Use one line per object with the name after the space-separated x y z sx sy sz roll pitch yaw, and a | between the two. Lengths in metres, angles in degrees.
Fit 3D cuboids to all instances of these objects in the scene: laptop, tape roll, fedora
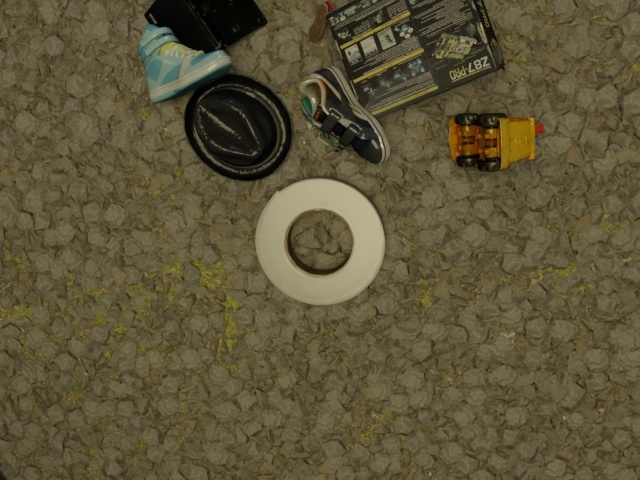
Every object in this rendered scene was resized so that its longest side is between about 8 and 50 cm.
-0.333 -0.642 1.823 0.264 0.136 0.234 -36 96 -13 | laptop
0.000 0.000 1.884 0.393 0.072 0.391 2 103 7 | tape roll
-0.250 -0.318 1.807 0.335 0.152 0.333 2 102 7 | fedora

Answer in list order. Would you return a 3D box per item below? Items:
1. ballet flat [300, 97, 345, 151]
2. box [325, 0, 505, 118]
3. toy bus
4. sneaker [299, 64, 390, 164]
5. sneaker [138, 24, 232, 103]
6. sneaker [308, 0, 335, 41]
-0.001 -0.327 1.823 0.188 0.070 0.070 46 103 1 | ballet flat
0.241 -0.527 1.657 0.395 0.097 0.318 -17 98 35 | box
0.489 -0.283 1.722 0.212 0.220 0.149 -15 108 -23 | toy bus
0.058 -0.329 1.741 0.128 0.126 0.321 -29 77 -28 | sneaker
-0.394 -0.518 1.747 0.319 0.127 0.208 -11 102 37 | sneaker
0.007 -0.617 1.773 0.042 0.067 0.118 33 135 7 | sneaker
